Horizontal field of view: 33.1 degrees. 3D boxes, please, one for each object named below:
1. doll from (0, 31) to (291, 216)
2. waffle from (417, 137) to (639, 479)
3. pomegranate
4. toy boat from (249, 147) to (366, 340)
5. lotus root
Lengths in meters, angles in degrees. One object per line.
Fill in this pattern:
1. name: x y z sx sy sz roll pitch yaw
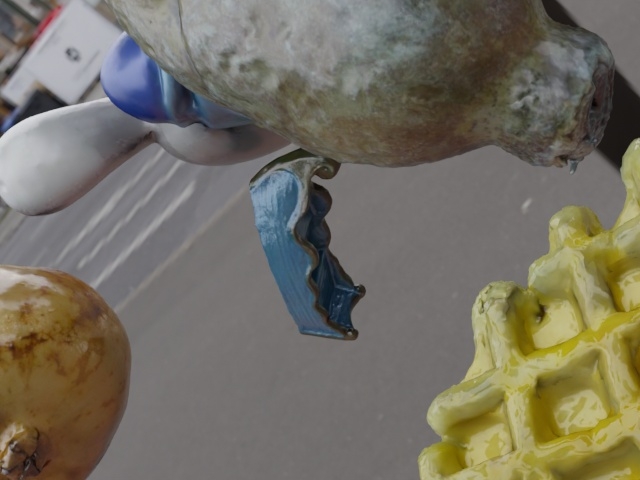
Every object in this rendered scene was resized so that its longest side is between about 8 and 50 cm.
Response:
1. doll: -0.043 -0.158 0.832 0.376 0.187 0.365 -53 18 -29
2. waffle: 0.145 0.079 0.368 0.250 0.056 0.261 22 76 43
3. pomegranate: -0.289 0.138 0.983 0.248 0.248 0.248 -46 18 20
4. toy boat: 0.000 0.000 0.866 0.077 0.185 0.075 -6 40 17
5. lotus root: -0.005 -0.141 0.560 0.349 0.175 0.175 35 87 33
